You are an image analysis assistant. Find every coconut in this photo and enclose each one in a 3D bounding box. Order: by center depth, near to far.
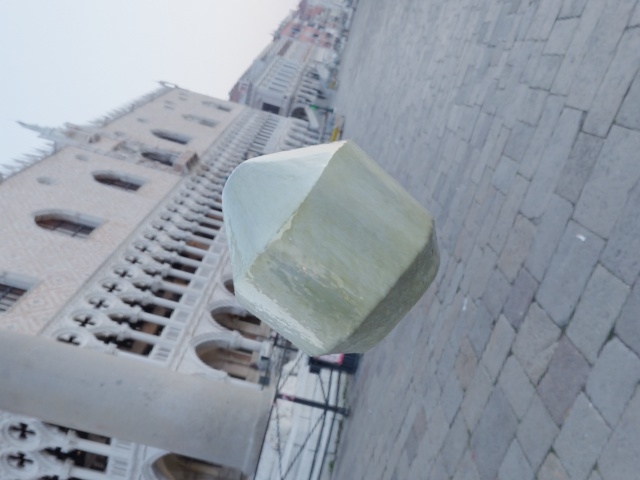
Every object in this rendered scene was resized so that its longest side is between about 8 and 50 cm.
[{"bbox_3d":[0.000,0.000,0.563,0.202,0.222,0.202,-49,3,4],"label":"coconut"}]
